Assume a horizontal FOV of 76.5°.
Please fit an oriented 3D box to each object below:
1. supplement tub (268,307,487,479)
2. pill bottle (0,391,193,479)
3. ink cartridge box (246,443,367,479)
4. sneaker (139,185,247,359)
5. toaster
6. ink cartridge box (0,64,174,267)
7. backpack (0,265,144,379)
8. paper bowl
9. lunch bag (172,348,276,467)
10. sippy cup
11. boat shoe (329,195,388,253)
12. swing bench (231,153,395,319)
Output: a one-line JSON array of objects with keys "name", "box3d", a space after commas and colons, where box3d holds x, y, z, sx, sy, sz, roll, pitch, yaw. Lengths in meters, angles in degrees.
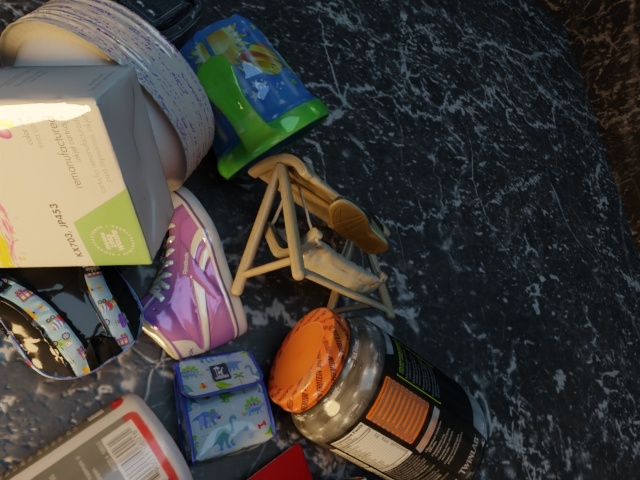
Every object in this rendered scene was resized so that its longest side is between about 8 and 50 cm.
[{"name": "supplement tub", "box3d": [0.094, 0.267, 0.679, 0.338, 0.207, 0.207, 38, 54, -19]}, {"name": "pill bottle", "box3d": [-0.302, 0.321, 0.449, 0.283, 0.161, 0.161, -31, 87, -37]}, {"name": "ink cartridge box", "box3d": [-0.043, 0.464, 0.528, 0.309, 0.130, 0.272, -13, 76, -50]}, {"name": "sneaker", "box3d": [-0.238, 0.048, 0.652, 0.161, 0.102, 0.282, -18, 80, -33]}, {"name": "toaster", "box3d": [-0.322, -0.400, 0.767, 0.129, 0.146, 0.227, 37, 55, -14]}, {"name": "ink cartridge box", "box3d": [-0.377, -0.077, 0.459, 0.353, 0.207, 0.119, -2, 39, -1]}, {"name": "backpack", "box3d": [-0.337, 0.097, 0.554, 0.158, 0.117, 0.173, -34, 89, -38]}, {"name": "paper bowl", "box3d": [-0.312, -0.180, 0.588, 0.284, 0.284, 0.148, 35, 55, -15]}, {"name": "lunch bag", "box3d": [-0.152, 0.249, 0.624, 0.129, 0.096, 0.151, -2, 56, -30]}, {"name": "sippy cup", "box3d": [-0.138, -0.264, 0.746, 0.240, 0.305, 0.224, -38, 102, -26]}, {"name": "boat shoe", "box3d": [0.060, -0.029, 0.651, 0.152, 0.056, 0.049, 44, 34, -46]}, {"name": "swing bench", "box3d": [0.000, 0.000, 0.734, 0.253, 0.165, 0.255, 30, 54, -42]}]
